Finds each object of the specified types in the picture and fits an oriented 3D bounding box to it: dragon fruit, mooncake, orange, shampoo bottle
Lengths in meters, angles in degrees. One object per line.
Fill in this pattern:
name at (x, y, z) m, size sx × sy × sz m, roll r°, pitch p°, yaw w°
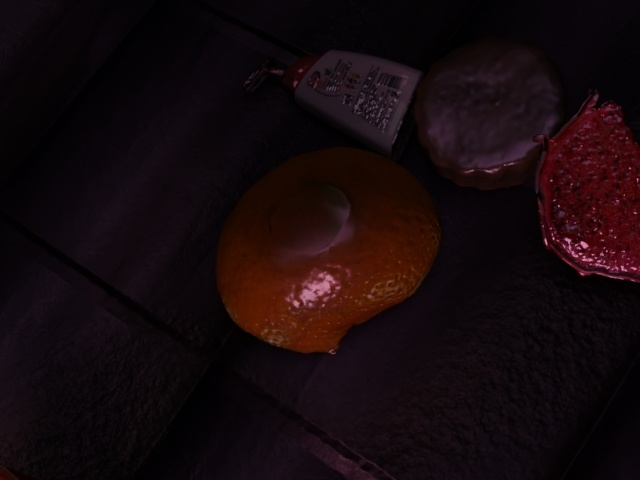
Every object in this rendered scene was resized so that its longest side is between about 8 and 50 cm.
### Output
dragon fruit at (0.365, -0.060, 1.277) m, size 0.161 × 0.126 × 0.274 m, roll -22°, pitch 94°, yaw 9°
mooncake at (0.250, -0.180, 1.374) m, size 0.228 × 0.124 × 0.228 m, roll -5°, pitch 70°, yaw 13°
orange at (-0.002, -0.006, 1.332) m, size 0.335 × 0.196 × 0.262 m, roll -27°, pitch 50°, yaw 7°
shampoo bottle at (0.021, -0.233, 1.474) m, size 0.284 × 0.071 × 0.153 m, roll 20°, pitch 74°, yaw 22°

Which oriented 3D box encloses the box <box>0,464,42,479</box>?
box at (-0.318, 0.373, 1.177) m, size 0.153 × 0.240 × 0.074 m, roll 27°, pitch 74°, yaw 22°
